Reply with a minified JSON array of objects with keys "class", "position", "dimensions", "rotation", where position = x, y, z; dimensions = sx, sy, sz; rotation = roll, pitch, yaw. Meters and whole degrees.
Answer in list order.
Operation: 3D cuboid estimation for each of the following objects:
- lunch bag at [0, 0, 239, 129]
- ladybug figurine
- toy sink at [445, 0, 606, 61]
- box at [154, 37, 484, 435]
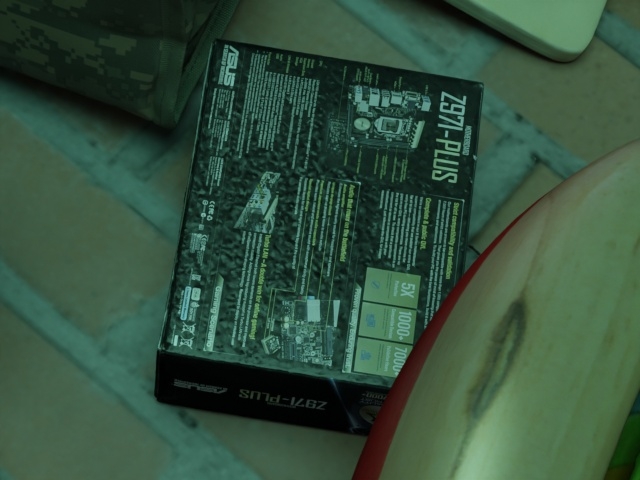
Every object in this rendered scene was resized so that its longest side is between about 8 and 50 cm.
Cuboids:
[{"class":"lunch bag","position":[-0.125,-0.239,1.081],"dimensions":[0.235,0.169,0.287],"rotation":[20,58,6]},{"class":"ladybug figurine","position":[0.130,0.142,0.910],"dimensions":[0.305,0.162,0.449],"rotation":[43,62,-28]},{"class":"toy sink","position":[0.140,-0.246,1.112],"dimensions":[0.152,0.131,0.234],"rotation":[28,66,-8]},{"class":"box","position":[0.000,0.000,1.034],"dimensions":[0.147,0.077,0.180],"rotation":[8,66,-2]}]
